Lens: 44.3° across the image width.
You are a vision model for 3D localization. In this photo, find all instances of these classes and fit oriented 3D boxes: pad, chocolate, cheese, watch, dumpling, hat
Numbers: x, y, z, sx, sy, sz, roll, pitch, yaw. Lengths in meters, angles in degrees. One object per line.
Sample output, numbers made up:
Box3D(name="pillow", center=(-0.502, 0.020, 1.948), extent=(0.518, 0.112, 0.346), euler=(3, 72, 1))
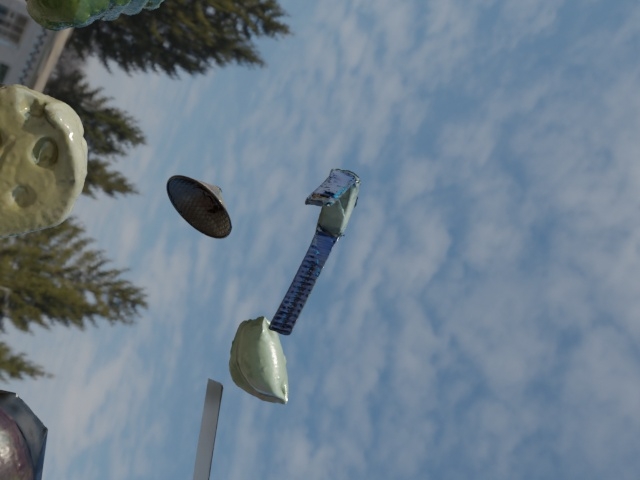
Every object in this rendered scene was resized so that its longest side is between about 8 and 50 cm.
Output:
Box3D(name="pad", center=(-0.147, 0.293, 0.963), extent=(0.163, 0.004, 0.243), euler=(155, -56, -75))
Box3D(name="chocolate", center=(-0.861, 0.548, 1.783), extent=(0.384, 0.383, 0.331), euler=(-63, -178, 10))
Box3D(name="cheese", center=(-0.624, -0.161, 1.548), extent=(0.318, 0.326, 0.115), euler=(-56, -163, 10))
Box3D(name="watch", center=(-0.002, 0.008, 1.485), extent=(0.274, 0.068, 0.277), euler=(-58, 167, -67))
Box3D(name="dumpling", center=(-0.141, 0.289, 1.842), extent=(0.149, 0.104, 0.217), euler=(-39, -111, 58))
Box3D(name="hat", center=(-0.268, -0.101, 1.866), extent=(0.193, 0.193, 0.082), euler=(-23, -156, 55))

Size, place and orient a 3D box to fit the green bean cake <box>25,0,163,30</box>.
Box3D(name="green bean cake", center=(-0.325, -0.421, 1.083), extent=(0.125, 0.222, 0.248), euler=(-10, -79, 64))
